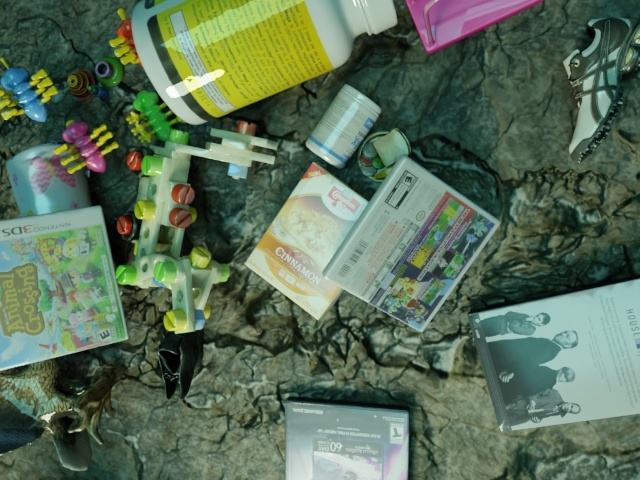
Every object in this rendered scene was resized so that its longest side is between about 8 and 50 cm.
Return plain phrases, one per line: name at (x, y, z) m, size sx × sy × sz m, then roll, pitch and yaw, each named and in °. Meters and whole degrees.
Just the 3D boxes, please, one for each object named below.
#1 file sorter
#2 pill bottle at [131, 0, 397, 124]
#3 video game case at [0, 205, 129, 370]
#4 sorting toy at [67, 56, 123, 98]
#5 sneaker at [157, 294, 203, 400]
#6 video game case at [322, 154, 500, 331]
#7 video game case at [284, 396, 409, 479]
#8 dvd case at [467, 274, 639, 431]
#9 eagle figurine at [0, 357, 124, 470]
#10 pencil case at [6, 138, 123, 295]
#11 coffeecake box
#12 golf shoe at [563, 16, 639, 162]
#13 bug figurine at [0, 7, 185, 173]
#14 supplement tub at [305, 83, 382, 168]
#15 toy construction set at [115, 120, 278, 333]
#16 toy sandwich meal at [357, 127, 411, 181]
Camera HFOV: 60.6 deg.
file sorter at (0.175, -0.441, 0.709) m, size 0.202 × 0.182 × 0.291 m, roll -22°, pitch 87°, yaw 13°
pill bottle at (-0.072, -0.306, 0.768) m, size 0.334 × 0.188 × 0.188 m, roll -19°, pitch 88°, yaw 12°
video game case at (-0.405, 0.067, 0.813) m, size 0.193 × 0.023 × 0.212 m, roll -12°, pitch 89°, yaw -22°
sorting toy at (-0.381, -0.270, 0.917) m, size 0.102 × 0.042 × 0.061 m, roll -24°, pitch 87°, yaw 13°
sneaker at (-0.225, 0.160, 0.875) m, size 0.051 × 0.089 × 0.170 m, roll -5°, pitch 92°, yaw 13°
video game case at (0.130, 0.010, 0.779) m, size 0.183 × 0.023 × 0.201 m, roll 30°, pitch 99°, yaw -20°
video game case at (0.039, 0.390, 0.859) m, size 0.196 × 0.026 × 0.274 m, roll 1°, pitch 92°, yaw 13°
dvd case at (0.346, 0.161, 0.760) m, size 0.238 × 0.029 × 0.179 m, roll -16°, pitch 89°, yaw 20°
eagle figurine at (-0.485, 0.232, 0.883) m, size 0.298 × 0.226 × 0.225 m, roll 3°, pitch 52°, yaw -2°
pencil case at (-0.415, -0.021, 0.899) m, size 0.113 × 0.124 × 0.273 m, roll -18°, pitch 88°, yaw 32°
coffeecake box at (0.000, 0.000, 0.827) m, size 0.142 × 0.068 × 0.185 m, roll 36°, pitch 99°, yaw 9°
golf shoe at (0.364, -0.204, 0.738) m, size 0.094 × 0.077 × 0.198 m, roll 24°, pitch 91°, yaw 22°
bug figurine at (-0.348, -0.227, 0.866) m, size 0.279 × 0.072 × 0.216 m, roll -29°, pitch 98°, yaw -14°
supplement tub at (0.034, -0.167, 0.811) m, size 0.071 × 0.071 × 0.107 m, roll 37°, pitch 101°, yaw 9°
toy construction set at (-0.201, -0.041, 0.827) m, size 0.215 × 0.151 × 0.328 m, roll 18°, pitch 85°, yaw 41°
toy sandwich meal at (0.095, -0.127, 0.819) m, size 0.085 × 0.029 × 0.086 m, roll 1°, pitch 93°, yaw 13°
